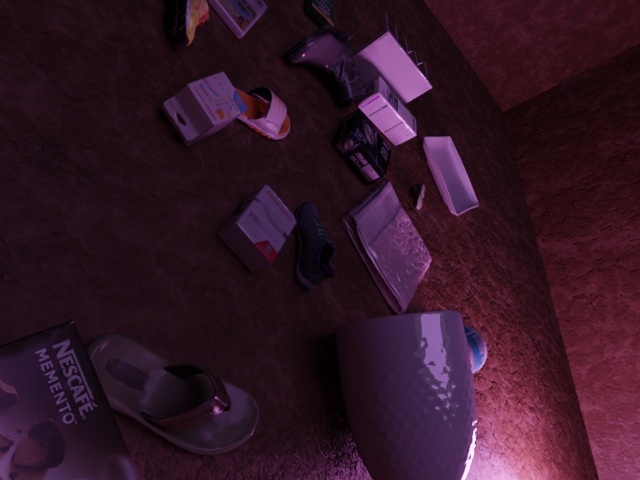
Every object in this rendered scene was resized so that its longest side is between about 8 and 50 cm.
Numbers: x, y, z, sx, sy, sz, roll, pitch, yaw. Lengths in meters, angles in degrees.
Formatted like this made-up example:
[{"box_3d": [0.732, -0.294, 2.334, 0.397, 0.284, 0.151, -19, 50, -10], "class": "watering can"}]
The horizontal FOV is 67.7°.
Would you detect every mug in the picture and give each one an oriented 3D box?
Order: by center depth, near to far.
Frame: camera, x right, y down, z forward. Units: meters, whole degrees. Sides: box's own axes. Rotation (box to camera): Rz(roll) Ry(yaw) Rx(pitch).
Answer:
[{"box_3d": [0.191, 0.341, 1.038, 0.374, 0.276, 0.328, 56, 26, -74], "class": "mug"}]

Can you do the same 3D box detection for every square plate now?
[{"box_3d": [0.555, -0.282, 2.050, 0.344, 0.049, 0.347, -19, 86, -55], "class": "square plate"}]

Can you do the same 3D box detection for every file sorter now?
[{"box_3d": [0.238, -0.641, 1.720, 0.277, 0.192, 0.173, 35, 43, -37], "class": "file sorter"}]

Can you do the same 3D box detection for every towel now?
[{"box_3d": [0.214, 0.006, 1.423, 0.317, 0.053, 0.332, 59, 36, -10], "class": "towel"}]

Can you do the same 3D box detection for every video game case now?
[{"box_3d": [-0.247, -0.655, 1.226, 0.227, 0.026, 0.206, 47, 38, -26], "class": "video game case"}]

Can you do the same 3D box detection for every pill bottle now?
[{"box_3d": [0.356, 0.325, 1.337, 0.264, 0.146, 0.146, 1, 69, -52], "class": "pill bottle"}]

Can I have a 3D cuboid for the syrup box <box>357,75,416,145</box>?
[{"box_3d": [0.238, -0.454, 1.689, 0.237, 0.096, 0.093, 37, 44, -36], "class": "syrup box"}]

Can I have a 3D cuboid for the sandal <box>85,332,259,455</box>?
[{"box_3d": [-0.203, 0.230, 0.699, 0.302, 0.086, 0.120, 38, 43, -34], "class": "sandal"}]

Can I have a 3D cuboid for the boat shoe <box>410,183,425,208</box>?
[{"box_3d": [0.344, -0.155, 1.702, 0.133, 0.042, 0.049, -68, 150, -46], "class": "boat shoe"}]

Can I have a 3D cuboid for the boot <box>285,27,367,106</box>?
[{"box_3d": [0.043, -0.517, 1.459, 0.338, 0.118, 0.223, -38, 107, -50], "class": "boot"}]

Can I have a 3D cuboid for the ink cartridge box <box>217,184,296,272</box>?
[{"box_3d": [-0.125, -0.027, 0.978, 0.109, 0.063, 0.150, 51, 37, -20], "class": "ink cartridge box"}]

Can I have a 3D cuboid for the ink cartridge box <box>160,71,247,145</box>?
[{"box_3d": [-0.234, -0.261, 0.949, 0.092, 0.089, 0.143, 57, 35, -13], "class": "ink cartridge box"}]

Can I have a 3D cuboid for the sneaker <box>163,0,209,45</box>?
[{"box_3d": [-0.280, -0.499, 1.039, 0.094, 0.081, 0.209, 24, 52, -47], "class": "sneaker"}]

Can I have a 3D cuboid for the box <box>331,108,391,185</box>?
[{"box_3d": [0.130, -0.284, 1.459, 0.180, 0.077, 0.147, 48, 38, -24], "class": "box"}]

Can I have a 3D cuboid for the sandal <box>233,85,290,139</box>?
[{"box_3d": [-0.147, -0.314, 1.109, 0.265, 0.076, 0.102, 11, 62, -50], "class": "sandal"}]

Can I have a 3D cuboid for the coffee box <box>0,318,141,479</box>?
[{"box_3d": [-0.310, 0.259, 0.512, 0.168, 0.118, 0.297, -21, 87, -54], "class": "coffee box"}]

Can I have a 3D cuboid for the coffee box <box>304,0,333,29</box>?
[{"box_3d": [-0.005, -0.807, 1.623, 0.113, 0.040, 0.184, 31, 47, -40], "class": "coffee box"}]

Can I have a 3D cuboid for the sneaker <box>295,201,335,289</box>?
[{"box_3d": [0.000, 0.000, 1.097, 0.083, 0.098, 0.224, 27, 50, -42], "class": "sneaker"}]
